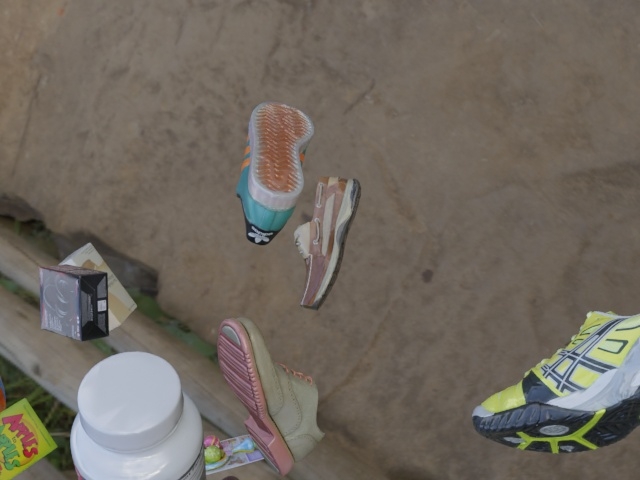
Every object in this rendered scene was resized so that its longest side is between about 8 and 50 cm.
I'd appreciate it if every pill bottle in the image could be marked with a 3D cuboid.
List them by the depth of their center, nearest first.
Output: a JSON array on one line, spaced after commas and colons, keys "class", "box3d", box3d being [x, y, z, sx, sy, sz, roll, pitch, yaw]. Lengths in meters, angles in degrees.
[{"class": "pill bottle", "box3d": [-0.250, 0.304, 1.158, 0.176, 0.176, 0.318, 39, 143, 31]}]

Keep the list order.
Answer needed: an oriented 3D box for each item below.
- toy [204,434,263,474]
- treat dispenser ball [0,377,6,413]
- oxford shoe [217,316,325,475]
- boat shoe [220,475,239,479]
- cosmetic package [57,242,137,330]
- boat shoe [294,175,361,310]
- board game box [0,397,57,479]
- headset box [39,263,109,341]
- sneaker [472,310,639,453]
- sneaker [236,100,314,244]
[{"class": "toy", "box3d": [-0.270, 0.537, 2.130, 0.137, 0.237, 0.056, -143, 48, -66]}, {"class": "treat dispenser ball", "box3d": [-0.782, 0.338, 1.660, 0.288, 0.288, 0.288, -6, 78, 32]}, {"class": "oxford shoe", "box3d": [-0.092, 0.283, 1.627, 0.147, 0.396, 0.140, -31, 41, -21]}, {"class": "boat shoe", "box3d": [-0.266, 0.619, 1.663, 0.342, 0.123, 0.123, -52, 29, -6]}, {"class": "cosmetic package", "box3d": [-0.314, 0.067, 1.159, 0.041, 0.060, 0.115, -28, 106, 23]}, {"class": "boat shoe", "box3d": [0.000, 0.000, 1.925, 0.120, 0.122, 0.323, 16, 75, 5]}, {"class": "board game box", "box3d": [-0.486, 0.317, 1.216, 0.043, 0.181, 0.092, -34, 89, 36]}, {"class": "headset box", "box3d": [-0.237, 0.057, 0.788, 0.083, 0.032, 0.062, 8, 99, 42]}, {"class": "sneaker", "box3d": [0.378, 0.186, 1.133, 0.385, 0.145, 0.147, -28, 48, 34]}, {"class": "sneaker", "box3d": [-0.082, -0.113, 1.316, 0.302, 0.108, 0.121, -84, 16, -54]}]
